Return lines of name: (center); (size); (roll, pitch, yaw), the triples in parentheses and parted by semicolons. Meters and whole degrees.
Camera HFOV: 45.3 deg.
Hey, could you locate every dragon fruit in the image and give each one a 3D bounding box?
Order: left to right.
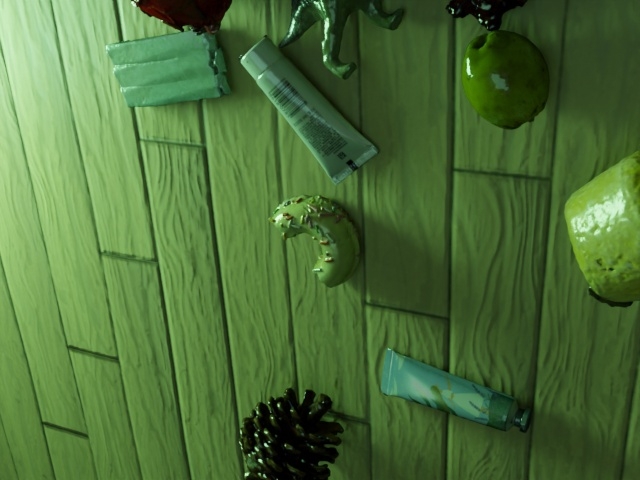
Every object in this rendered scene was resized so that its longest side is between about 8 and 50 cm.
dragon fruit: (-0.206, -0.397, 1.093); (0.209, 0.172, 0.172); (37, 131, -28)

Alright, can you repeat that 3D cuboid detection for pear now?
pear: (0.239, -0.207, 0.985); (0.107, 0.107, 0.131); (-29, 109, 35)

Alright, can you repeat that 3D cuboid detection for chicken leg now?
chicken leg: (0.256, -0.319, 0.952); (0.219, 0.048, 0.089); (-10, 111, 32)

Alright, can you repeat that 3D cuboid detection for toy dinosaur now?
toy dinosaur: (0.046, -0.357, 1.035); (0.162, 0.077, 0.294); (41, 111, 11)

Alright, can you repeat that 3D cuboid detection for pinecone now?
pinecone: (-0.050, 0.359, 1.367); (0.185, 0.169, 0.212); (44, 126, 6)

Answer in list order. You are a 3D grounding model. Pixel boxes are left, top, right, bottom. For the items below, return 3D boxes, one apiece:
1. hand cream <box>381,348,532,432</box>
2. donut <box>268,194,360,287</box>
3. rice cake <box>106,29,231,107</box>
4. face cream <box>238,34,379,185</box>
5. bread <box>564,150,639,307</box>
hand cream: (0.216, 0.252, 1.252); (0.256, 0.055, 0.088); (17, 116, 28)
donut: (0.001, -0.004, 1.229); (0.108, 0.065, 0.166); (-34, 95, 35)
rice cake: (-0.244, -0.280, 1.246); (0.211, 0.038, 0.124); (-6, 110, 30)
face cream: (-0.022, -0.200, 1.159); (0.092, 0.058, 0.243); (-37, 99, 30)
bread: (0.413, -0.015, 0.943); (0.197, 0.197, 0.170); (52, 139, -3)
